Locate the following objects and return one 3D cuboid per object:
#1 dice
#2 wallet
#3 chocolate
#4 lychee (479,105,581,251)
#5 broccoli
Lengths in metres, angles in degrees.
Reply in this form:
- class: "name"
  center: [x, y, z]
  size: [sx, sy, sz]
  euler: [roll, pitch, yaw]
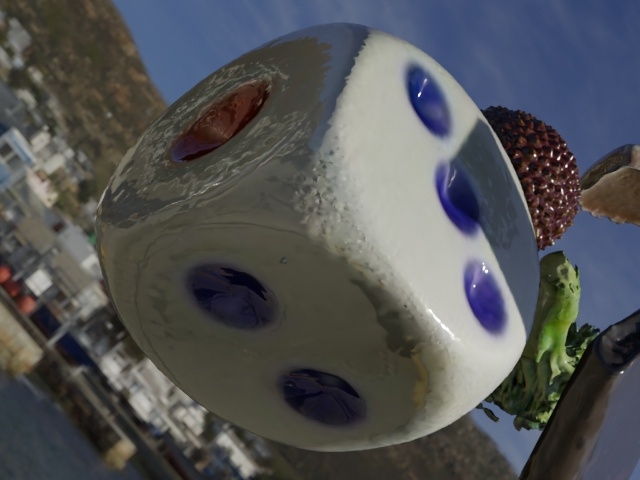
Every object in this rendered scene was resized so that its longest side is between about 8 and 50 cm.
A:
- class: "dice"
  center: [0.000, 0.000, 1.034]
  size: [0.304, 0.277, 0.304]
  euler: [-20, -57, 35]
- class: "wallet"
  center: [0.167, 0.170, 0.767]
  size: [0.042, 0.165, 0.309]
  euler: [34, -55, 27]
- class: "chocolate"
  center: [0.488, -0.077, 1.591]
  size: [0.261, 0.083, 0.161]
  euler: [15, -25, -17]
- class: "lychee"
  center: [0.222, -0.067, 1.353]
  size: [0.188, 0.188, 0.188]
  euler: [46, -13, 13]
- class: "broccoli"
  center: [0.267, 0.105, 1.473]
  size: [0.198, 0.177, 0.274]
  euler: [30, -35, 45]
